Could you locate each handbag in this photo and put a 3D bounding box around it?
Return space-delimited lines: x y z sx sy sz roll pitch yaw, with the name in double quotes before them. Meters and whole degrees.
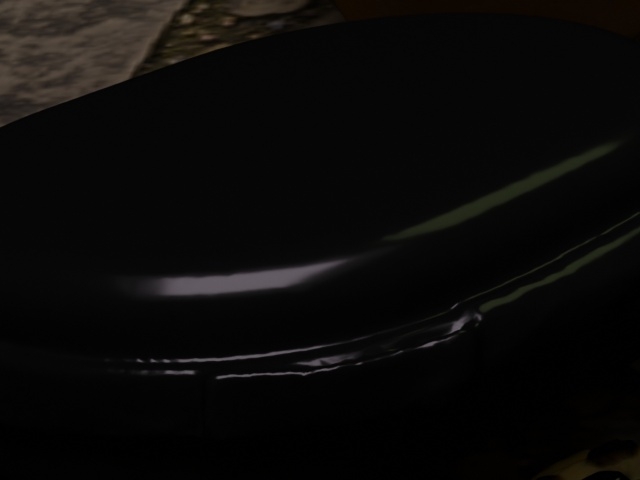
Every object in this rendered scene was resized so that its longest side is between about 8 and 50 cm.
"handbag" 0.000 0.001 0.693 0.308 0.093 0.254 -24 27 -36

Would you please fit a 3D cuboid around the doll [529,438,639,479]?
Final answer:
"doll" 0.024 0.118 0.611 0.291 0.086 0.117 -9 28 -4

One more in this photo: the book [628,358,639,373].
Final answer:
"book" 0.235 0.035 0.730 0.191 0.025 0.269 -27 39 -24

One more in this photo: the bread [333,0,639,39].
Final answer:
"bread" 0.069 -0.165 0.931 0.262 0.162 0.204 10 33 -12
